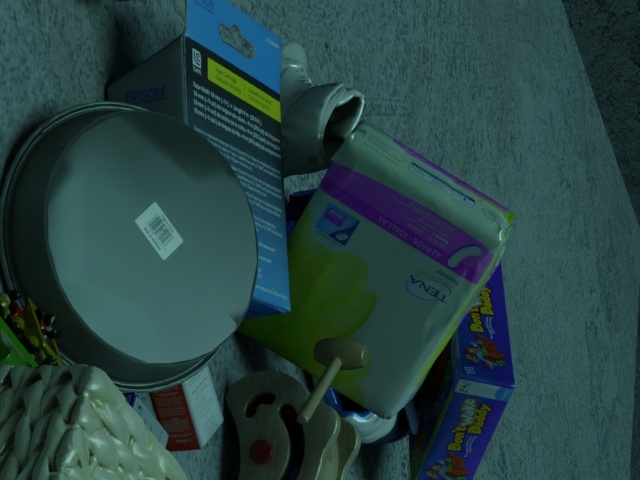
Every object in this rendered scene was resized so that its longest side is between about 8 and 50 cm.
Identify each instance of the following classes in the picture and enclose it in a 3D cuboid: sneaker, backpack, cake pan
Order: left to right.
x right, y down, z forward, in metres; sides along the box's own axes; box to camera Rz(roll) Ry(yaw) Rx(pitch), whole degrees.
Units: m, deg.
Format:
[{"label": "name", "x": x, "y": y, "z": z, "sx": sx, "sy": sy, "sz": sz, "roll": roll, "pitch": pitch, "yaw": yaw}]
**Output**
[{"label": "cake pan", "x": -0.174, "y": 0.000, "z": 1.614, "sx": 0.293, "sy": 0.054, "sz": 0.293, "roll": 13, "pitch": 70, "yaw": -39}, {"label": "sneaker", "x": -0.014, "y": -0.168, "z": 2.080, "sx": 0.292, "sy": 0.169, "sz": 0.108, "roll": -74, "pitch": 146, "yaw": -48}, {"label": "backpack", "x": 0.000, "y": 0.000, "z": 2.148, "sx": 0.098, "sy": 0.101, "sz": 0.120, "roll": 55, "pitch": 38, "yaw": -37}, {"label": "sneaker", "x": 0.068, "y": 0.116, "z": 2.229, "sx": 0.236, "sy": 0.130, "sz": 0.323, "roll": 26, "pitch": 64, "yaw": -69}]

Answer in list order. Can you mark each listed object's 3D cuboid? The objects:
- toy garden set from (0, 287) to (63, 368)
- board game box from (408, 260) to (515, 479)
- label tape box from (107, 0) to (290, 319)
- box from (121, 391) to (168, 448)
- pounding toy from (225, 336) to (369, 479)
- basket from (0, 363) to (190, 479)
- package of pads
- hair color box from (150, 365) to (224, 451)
[{"label": "toy garden set", "x": -0.246, "y": 0.081, "z": 1.390, "sx": 0.244, "sy": 0.049, "sz": 0.204, "roll": 50, "pitch": -9, "yaw": 45}, {"label": "board game box", "x": 0.191, "y": 0.159, "z": 2.350, "sx": 0.347, "sy": 0.078, "sz": 0.233, "roll": -89, "pitch": -166, "yaw": -51}, {"label": "label tape box", "x": -0.133, "y": -0.093, "z": 1.839, "sx": 0.240, "sy": 0.106, "sz": 0.333, "roll": 26, "pitch": 59, "yaw": -63}, {"label": "box", "x": -0.221, "y": 0.210, "z": 1.473, "sx": 0.126, "sy": 0.137, "sz": 0.072, "roll": -78, "pitch": 149, "yaw": -41}, {"label": "pounding toy", "x": -0.056, "y": 0.224, "z": 1.891, "sx": 0.155, "sy": 0.154, "sz": 0.269, "roll": 46, "pitch": 60, "yaw": -56}, {"label": "basket", "x": -0.243, "y": 0.298, "z": 1.226, "sx": 0.331, "sy": 0.266, "sz": 0.328, "roll": 59, "pitch": 32, "yaw": -41}, {"label": "package of pads", "x": 0.069, "y": 0.041, "z": 1.957, "sx": 0.296, "sy": 0.229, "sz": 0.101, "roll": -59, "pitch": 178, "yaw": 23}, {"label": "hair color box", "x": -0.152, "y": 0.150, "z": 1.791, "sx": 0.072, "sy": 0.043, "sz": 0.141, "roll": -49, "pitch": 128, "yaw": -62}]
